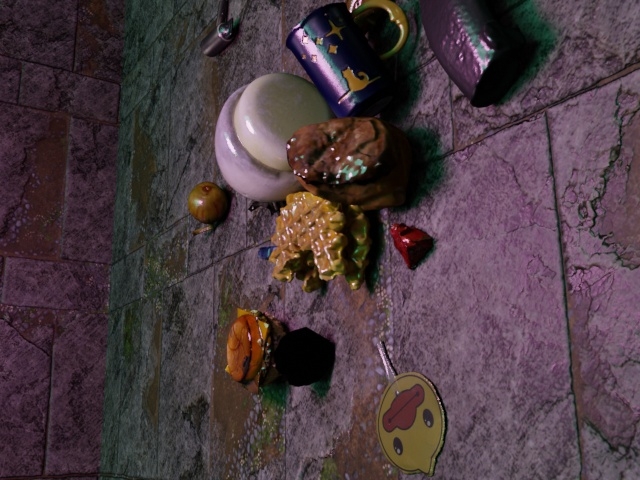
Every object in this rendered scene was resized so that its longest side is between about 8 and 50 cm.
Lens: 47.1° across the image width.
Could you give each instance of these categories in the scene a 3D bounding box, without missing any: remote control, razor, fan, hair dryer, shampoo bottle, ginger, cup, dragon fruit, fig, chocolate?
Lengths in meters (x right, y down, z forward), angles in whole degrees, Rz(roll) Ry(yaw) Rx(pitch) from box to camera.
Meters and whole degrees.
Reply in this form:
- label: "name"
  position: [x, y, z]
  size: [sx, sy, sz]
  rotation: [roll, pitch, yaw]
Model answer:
- label: "remote control"
  position: [-0.146, 0.037, 2.212]
  size: [0.152, 0.027, 0.043]
  rotation: [-4, 75, 56]
- label: "razor"
  position: [0.298, -0.438, 1.510]
  size: [0.189, 0.107, 0.326]
  rotation: [111, 150, -50]
- label: "fan"
  position: [0.180, 0.364, 1.619]
  size: [0.229, 0.011, 0.335]
  rotation: [-55, 40, 37]
- label: "hair dryer"
  position: [-0.363, -0.832, 2.733]
  size: [0.196, 0.078, 0.248]
  rotation: [-21, 60, 53]
- label: "shampoo bottle"
  position: [-0.122, -0.265, 1.965]
  size: [0.317, 0.323, 0.322]
  rotation: [129, 139, -59]
- label: "ginger"
  position: [0.136, -0.618, 1.832]
  size: [0.309, 0.107, 0.133]
  rotation: [-47, 47, 39]
- label: "ginger"
  position: [0.078, -0.179, 1.693]
  size: [0.269, 0.223, 0.200]
  rotation: [-4, 66, 19]
- label: "cup"
  position: [0.084, -0.436, 1.735]
  size: [0.255, 0.178, 0.256]
  rotation: [-39, 82, 37]
- label: "dragon fruit"
  position: [0.184, -0.006, 1.650]
  size: [0.097, 0.063, 0.131]
  rotation: [-60, 38, 31]
- label: "fig"
  position: [-0.388, -0.106, 2.552]
  size: [0.142, 0.148, 0.186]
  rotation: [25, 143, 43]
- label: "chocolate"
  position: [-0.054, 0.303, 1.931]
  size: [0.133, 0.156, 0.156]
  rotation: [135, 140, -84]

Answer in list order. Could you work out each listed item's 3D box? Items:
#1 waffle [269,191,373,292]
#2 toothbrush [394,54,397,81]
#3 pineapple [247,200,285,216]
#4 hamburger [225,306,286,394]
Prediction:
- label: "waffle"
  position: [0.000, 0.000, 1.863]
  size: [0.324, 0.151, 0.261]
  rotation: [-10, 78, 55]
- label: "toothbrush"
  position: [0.184, -0.416, 1.800]
  size: [0.008, 0.006, 0.097]
  rotation: [-9, 76, 56]
- label: "pineapple"
  position: [-0.153, -0.211, 2.206]
  size: [0.119, 0.130, 0.277]
  rotation: [0, 80, 29]
- label: "hamburger"
  position: [-0.174, 0.309, 2.081]
  size: [0.262, 0.139, 0.243]
  rotation: [28, 110, 61]
